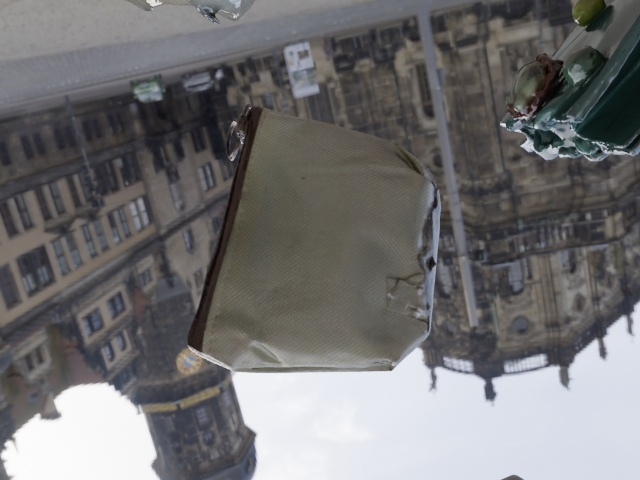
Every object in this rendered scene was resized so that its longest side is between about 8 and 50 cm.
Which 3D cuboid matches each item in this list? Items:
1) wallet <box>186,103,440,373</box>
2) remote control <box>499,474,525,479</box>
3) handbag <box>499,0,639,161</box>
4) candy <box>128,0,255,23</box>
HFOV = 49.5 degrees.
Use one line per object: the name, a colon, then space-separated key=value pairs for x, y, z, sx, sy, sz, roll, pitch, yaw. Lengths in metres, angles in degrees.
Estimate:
wallet: x=-0.001 y=-0.002 z=0.793 sx=0.274 sy=0.336 sz=0.068 roll=9 pitch=156 yaw=2
remote control: x=0.154 y=0.369 z=0.832 sx=0.250 sy=0.103 sz=0.034 roll=-14 pitch=-166 yaw=-22
handbag: x=0.279 y=-0.202 z=0.622 sx=0.274 sy=0.100 sz=0.269 roll=-49 pitch=-175 yaw=9
candy: x=-0.245 y=-0.324 z=0.540 sx=0.426 sy=0.186 sz=0.386 roll=17 pitch=-164 yaw=-31
